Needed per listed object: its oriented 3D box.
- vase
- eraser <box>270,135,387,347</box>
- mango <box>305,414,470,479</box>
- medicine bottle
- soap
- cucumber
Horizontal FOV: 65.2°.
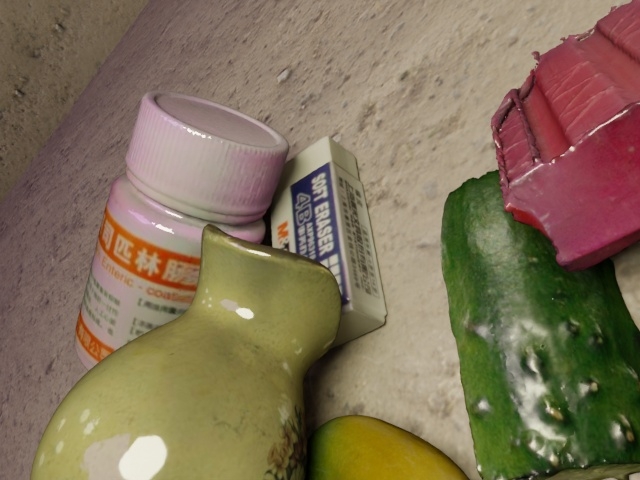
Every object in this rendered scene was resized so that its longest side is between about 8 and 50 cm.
[{"bbox_3d":[-0.105,0.188,0.534,0.240,0.329,0.302,16,60,19],"label":"vase"},{"bbox_3d":[0.000,0.000,0.685,0.124,0.081,0.279,-30,50,31],"label":"eraser"},{"bbox_3d":[0.060,0.253,0.472,0.251,0.114,0.157,22,105,64],"label":"mango"},{"bbox_3d":[-0.198,0.008,0.711,0.219,0.219,0.388,48,121,47],"label":"medicine bottle"},{"bbox_3d":[0.230,-0.108,0.414,0.162,0.099,0.250,-42,14,33],"label":"soap"},{"bbox_3d":[0.188,0.049,0.459,0.145,0.105,0.325,-26,50,35],"label":"cucumber"}]
